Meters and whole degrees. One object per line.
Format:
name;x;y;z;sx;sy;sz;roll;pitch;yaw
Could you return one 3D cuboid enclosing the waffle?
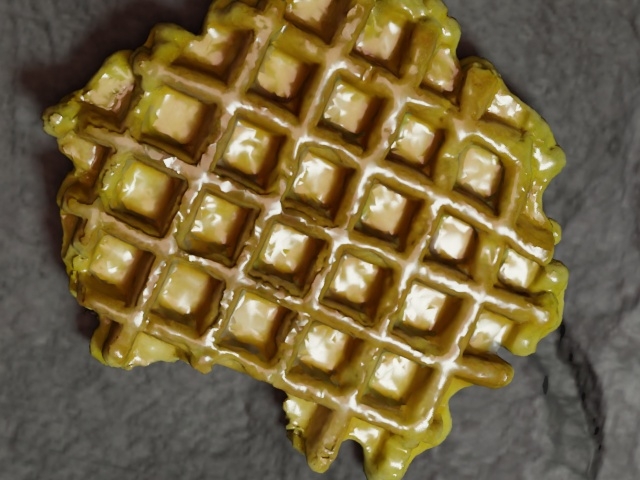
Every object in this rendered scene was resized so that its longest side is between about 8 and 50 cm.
waffle;-0.006;-0.007;1.121;0.281;0.058;0.301;-42;103;3
